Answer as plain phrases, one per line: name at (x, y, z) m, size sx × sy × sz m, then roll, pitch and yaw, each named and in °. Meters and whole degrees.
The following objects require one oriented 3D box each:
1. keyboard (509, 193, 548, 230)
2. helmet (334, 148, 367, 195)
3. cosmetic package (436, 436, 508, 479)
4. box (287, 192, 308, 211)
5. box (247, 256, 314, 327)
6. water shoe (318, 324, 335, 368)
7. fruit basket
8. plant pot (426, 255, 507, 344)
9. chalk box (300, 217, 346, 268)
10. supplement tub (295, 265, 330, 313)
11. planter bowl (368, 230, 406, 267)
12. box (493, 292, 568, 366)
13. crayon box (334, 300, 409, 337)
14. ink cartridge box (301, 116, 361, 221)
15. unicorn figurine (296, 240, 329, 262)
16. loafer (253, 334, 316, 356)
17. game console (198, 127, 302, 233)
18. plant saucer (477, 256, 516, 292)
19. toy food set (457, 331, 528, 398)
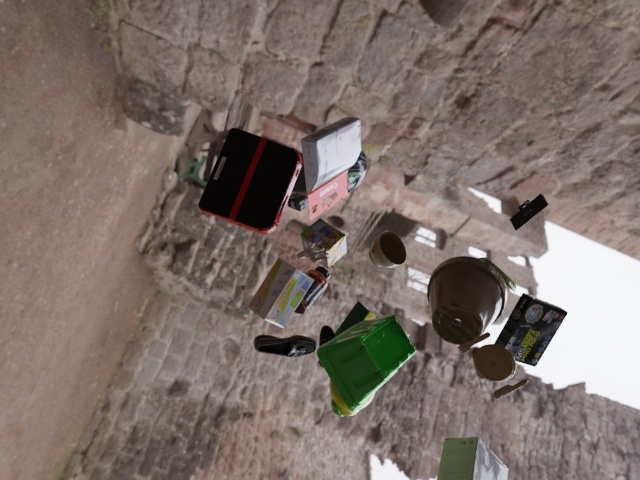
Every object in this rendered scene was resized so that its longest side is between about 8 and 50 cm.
keyboard at (0.924, -0.131, 2.132) m, size 0.180 × 0.023 × 0.108 m, roll -47°, pitch -148°, yaw 33°
helmet at (0.062, -0.236, 1.492) m, size 0.162 × 0.169 × 0.170 m, roll 66°, pitch 39°, yaw -63°
cosmetic package at (0.510, 0.908, 1.642) m, size 0.156 × 0.217 × 0.385 m, roll -27°, pitch -159°, yaw 42°
box at (-0.106, -0.180, 2.237) m, size 0.062 × 0.083 × 0.052 m, roll -32°, pitch 131°, yaw -35°
box at (-0.136, 0.181, 1.645) m, size 0.103 × 0.114 × 0.203 m, roll 29°, pitch -94°, yaw 42°
water shoe at (0.028, 0.456, 2.097) m, size 0.080 × 0.072 × 0.203 m, roll 79°, pitch 9°, yaw -53°
fruit basket at (0.133, 0.475, 1.768) m, size 0.391 × 0.283 × 0.392 m, roll -31°, pitch 169°, yaw -7°
plant pot at (0.565, 0.261, 1.907) m, size 0.280 × 0.323 × 0.323 m, roll -41°, pitch 160°, yaw -58°
chalk box at (0.000, 0.000, 2.201) m, size 0.132 × 0.213 × 0.132 m, roll -40°, pitch 148°, yaw -23°
supplement tub at (-0.043, 0.185, 1.844) m, size 0.198 × 0.106 × 0.106 m, roll -45°, pitch 173°, yaw -36°
planter bowl at (0.281, 0.053, 2.089) m, size 0.109 × 0.162 × 0.162 m, roll -35°, pitch -150°, yaw 43°
box at (0.845, 0.365, 1.934) m, size 0.270 × 0.216 × 0.060 m, roll -65°, pitch -156°, yaw 11°
crayon box at (0.212, 0.492, 2.258) m, size 0.313 × 0.362 × 0.106 m, roll -53°, pitch -138°, yaw 3°
ink cartridge box at (0.037, -0.184, 1.250) m, size 0.189 × 0.066 × 0.233 m, roll -36°, pitch 129°, yaw -40°
unicorn figurine at (-0.032, 0.050, 1.823) m, size 0.111 × 0.060 × 0.162 m, roll -26°, pitch -168°, yaw -10°
loafer at (-0.145, 0.449, 1.989) m, size 0.084 × 0.267 × 0.096 m, roll -126°, pitch -138°, yaw -77°
game console at (-0.286, -0.247, 1.988) m, size 0.060 × 0.341 × 0.387 m, roll 65°, pitch 46°, yaw -79°
plant saucer at (0.866, 0.158, 2.324) m, size 0.037 × 0.241 × 0.241 m, roll -48°, pitch -167°, yaw 10°
toy food set at (0.523, 0.369, 1.448) m, size 0.132 × 0.192 × 0.038 m, roll -40°, pitch 173°, yaw 29°
